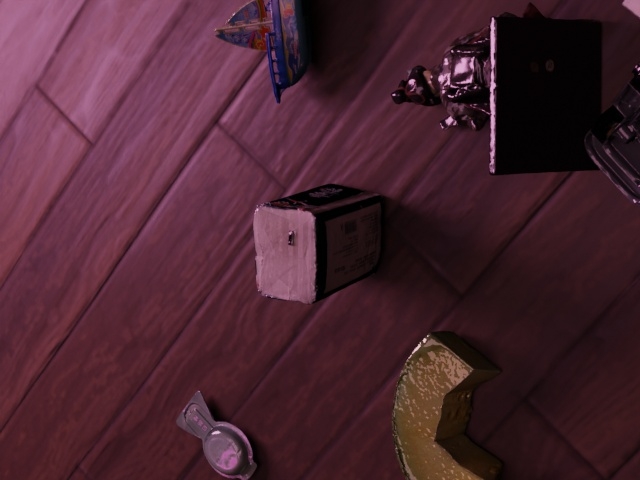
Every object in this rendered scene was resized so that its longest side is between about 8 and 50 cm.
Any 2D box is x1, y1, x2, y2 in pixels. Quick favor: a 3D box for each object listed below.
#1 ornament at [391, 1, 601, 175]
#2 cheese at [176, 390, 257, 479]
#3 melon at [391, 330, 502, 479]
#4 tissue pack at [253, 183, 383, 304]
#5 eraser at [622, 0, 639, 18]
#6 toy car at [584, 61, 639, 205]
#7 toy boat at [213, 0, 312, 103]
[{"bbox_3d":[0.167,-0.157,1.281,0.196,0.153,0.166,9,101,51],"label":"ornament"},{"bbox_3d":[-0.126,0.245,1.514,0.120,0.026,0.067,44,114,17],"label":"cheese"},{"bbox_3d":[0.143,0.203,1.346,0.118,0.064,0.209,6,97,28],"label":"melon"},{"bbox_3d":[0.000,0.000,1.332,0.090,0.170,0.103,7,102,27],"label":"tissue pack"},{"bbox_3d":[0.378,-0.221,1.184,0.150,0.023,0.104,44,114,17],"label":"eraser"},{"bbox_3d":[0.339,-0.123,1.169,0.097,0.100,0.191,51,149,14],"label":"toy car"},{"bbox_3d":[-0.065,-0.240,1.383,0.110,0.091,0.175,-3,101,10],"label":"toy boat"}]
